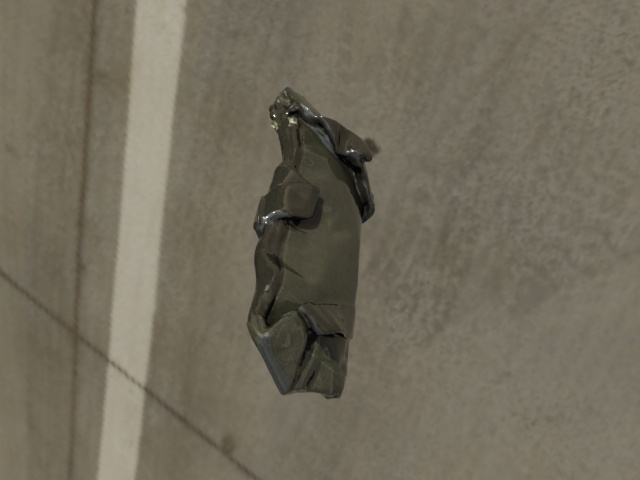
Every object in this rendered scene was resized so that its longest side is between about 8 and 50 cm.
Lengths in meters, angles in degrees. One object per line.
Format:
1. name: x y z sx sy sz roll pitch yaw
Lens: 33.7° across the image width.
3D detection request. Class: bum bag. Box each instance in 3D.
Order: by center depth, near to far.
1. bum bag: 0.000 0.000 0.586 0.049 0.198 0.087 -16 136 26
